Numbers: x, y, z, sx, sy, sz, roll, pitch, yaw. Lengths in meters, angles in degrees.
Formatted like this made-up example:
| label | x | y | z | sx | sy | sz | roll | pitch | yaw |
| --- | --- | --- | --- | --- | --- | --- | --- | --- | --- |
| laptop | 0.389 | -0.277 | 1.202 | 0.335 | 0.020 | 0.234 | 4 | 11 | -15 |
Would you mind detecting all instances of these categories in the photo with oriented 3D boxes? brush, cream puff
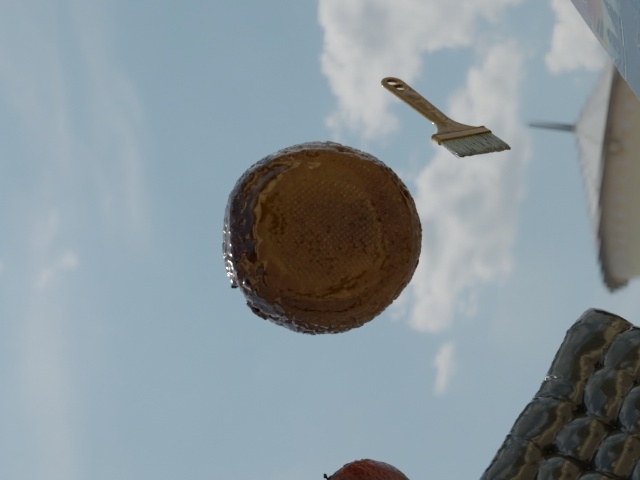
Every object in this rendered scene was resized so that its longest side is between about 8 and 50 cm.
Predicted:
| label | x | y | z | sx | sy | sz | roll | pitch | yaw |
| --- | --- | --- | --- | --- | --- | --- | --- | --- | --- |
| brush | 0.178 | -0.197 | 2.180 | 0.103 | 0.272 | 0.013 | -11 | -54 | -31 |
| cream puff | 0.000 | 0.000 | 2.056 | 0.212 | 0.303 | 0.303 | 125 | 161 | -75 |

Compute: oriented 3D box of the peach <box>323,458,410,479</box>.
| label | x | y | z | sx | sy | sz | roll | pitch | yaw |
| --- | --- | --- | --- | --- | --- | --- | --- | --- | --- |
| peach | 0.084 | 0.337 | 1.581 | 0.279 | 0.068 | 0.189 | 40 | -136 | -48 |

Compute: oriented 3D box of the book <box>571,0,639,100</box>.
| label | x | y | z | sx | sy | sz | roll | pitch | yaw |
| --- | --- | --- | --- | --- | --- | --- | --- | --- | --- |
| book | 0.435 | -0.350 | 2.072 | 0.262 | 0.028 | 0.374 | 65 | 180 | -54 |

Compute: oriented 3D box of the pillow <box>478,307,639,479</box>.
| label | x | y | z | sx | sy | sz | roll | pitch | yaw |
| --- | --- | --- | --- | --- | --- | --- | --- | --- | --- |
| pillow | 0.314 | 0.244 | 1.538 | 0.326 | 0.228 | 0.101 | -53 | -38 | -18 |
